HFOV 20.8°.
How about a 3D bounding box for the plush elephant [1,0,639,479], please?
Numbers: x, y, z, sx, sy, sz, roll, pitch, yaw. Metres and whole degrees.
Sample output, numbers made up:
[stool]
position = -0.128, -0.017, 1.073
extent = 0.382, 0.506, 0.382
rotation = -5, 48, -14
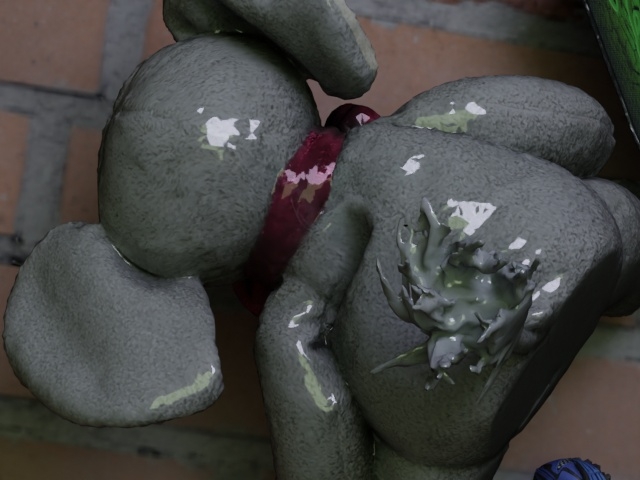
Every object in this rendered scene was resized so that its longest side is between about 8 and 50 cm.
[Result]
[plush elephant]
position = 0.000, 0.000, 0.840
extent = 0.255, 0.330, 0.272
rotation = 33, 85, 18

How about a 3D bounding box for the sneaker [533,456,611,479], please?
[sneaker]
position = 0.111, 0.190, 0.858
extent = 0.087, 0.083, 0.221
rotation = -2, 36, 8

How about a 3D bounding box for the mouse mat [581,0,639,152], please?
[mouse mat]
position = 0.186, -0.095, 0.939
extent = 0.007, 0.152, 0.190
rotation = -25, 81, 33
